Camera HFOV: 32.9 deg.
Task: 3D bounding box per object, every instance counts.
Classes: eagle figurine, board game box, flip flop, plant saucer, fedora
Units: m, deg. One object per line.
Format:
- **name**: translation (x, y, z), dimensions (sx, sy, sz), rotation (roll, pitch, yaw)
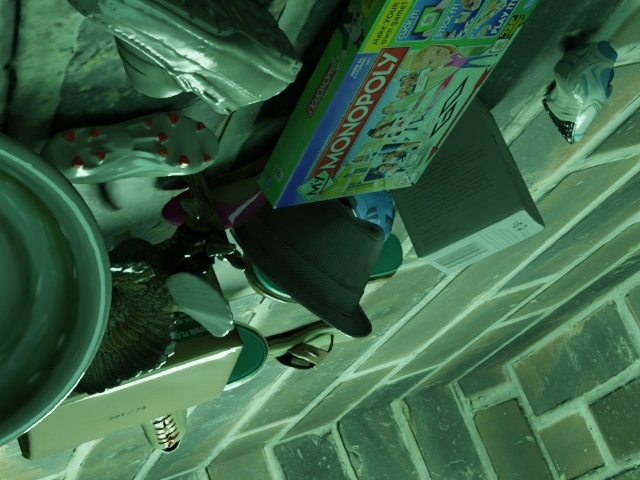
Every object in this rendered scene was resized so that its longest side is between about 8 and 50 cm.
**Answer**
- **eagle figurine**: translation (-0.241, 0.047, 1.244), dimensions (0.298, 0.226, 0.225), rotation (-25, 176, -4)
- **board game box**: translation (0.081, -0.165, 1.166), dimensions (0.213, 0.046, 0.317), rotation (-12, 148, -36)
- **flip flop**: translation (-0.047, 0.236, 2.269), dimensions (0.277, 0.080, 0.112), rotation (-14, 161, -26)
- **plant saucer**: translation (-0.403, 0.044, 1.016), dimensions (0.400, 0.100, 0.400), rotation (-11, 125, -16)
- **fedora**: translation (0.000, 0.000, 1.402), dimensions (0.124, 0.244, 0.275), rotation (-52, -170, 5)

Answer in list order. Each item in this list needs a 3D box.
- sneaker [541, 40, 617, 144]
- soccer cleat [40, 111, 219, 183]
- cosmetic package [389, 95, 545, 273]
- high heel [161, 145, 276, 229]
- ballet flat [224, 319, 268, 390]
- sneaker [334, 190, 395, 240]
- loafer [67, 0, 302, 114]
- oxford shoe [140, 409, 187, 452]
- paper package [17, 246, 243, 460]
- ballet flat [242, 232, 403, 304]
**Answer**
- **sneaker**: translation (0.355, -0.197, 1.468), dimensions (0.086, 0.085, 0.237), rotation (-30, 166, -2)
- **soccer cleat**: translation (-0.198, -0.093, 1.118), dimensions (0.196, 0.068, 0.076), rotation (-8, 173, -37)
- **cosmetic package**: translation (0.181, -0.075, 1.435), dimensions (0.151, 0.183, 0.151), rotation (-26, 163, 16)
- **high heel**: translation (-0.080, -0.086, 1.299), dimensions (0.244, 0.082, 0.117), rotation (-10, 134, 1)
- **ballet flat**: translation (-0.292, 0.213, 1.851), dimensions (0.400, 0.139, 0.139), rotation (-12, 160, -20)
- **sneaker**: translation (0.061, -0.057, 1.573), dimensions (0.082, 0.069, 0.209), rotation (-55, 154, -6)
- **loafer**: translation (-0.122, -0.165, 0.901), dimensions (0.111, 0.112, 0.319), rotation (-37, 160, 16)
- **oxford shoe**: translation (-0.312, 0.346, 2.181), dimensions (0.123, 0.130, 0.348), rotation (-20, 163, -9)
- **paper package**: translation (-0.306, 0.175, 1.608), dimensions (0.325, 0.168, 0.309), rotation (-16, 162, -19)
- **ballet flat**: translation (-0.019, 0.038, 1.701), dimensions (0.124, 0.116, 0.342), rotation (-12, 179, 45)
